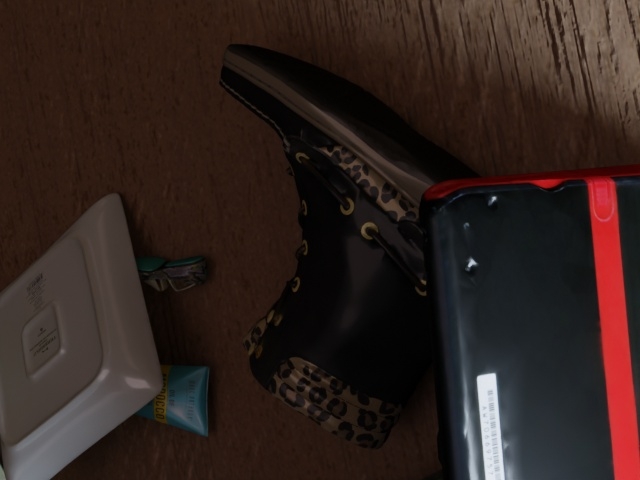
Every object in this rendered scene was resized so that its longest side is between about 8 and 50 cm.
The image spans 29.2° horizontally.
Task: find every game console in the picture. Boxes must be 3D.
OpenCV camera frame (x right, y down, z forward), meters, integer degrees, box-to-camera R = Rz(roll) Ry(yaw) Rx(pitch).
[{"bbox_3d":[0.227,0.135,0.976,0.060,0.342,0.386,-4,92,59],"label":"game console"}]

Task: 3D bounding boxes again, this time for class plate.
[{"bbox_3d":[-0.307,0.119,1.428,0.277,0.045,0.278,-39,52,29],"label":"plate"}]

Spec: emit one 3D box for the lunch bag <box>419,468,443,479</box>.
[{"bbox_3d":[0.145,0.356,1.120,0.305,0.212,0.256,-36,92,32],"label":"lunch bag"}]

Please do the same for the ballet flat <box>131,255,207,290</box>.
[{"bbox_3d":[-0.175,0.039,1.397,0.114,0.041,0.041,-2,93,34],"label":"ballet flat"}]

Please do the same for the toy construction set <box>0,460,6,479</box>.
[{"bbox_3d":[-0.445,0.250,1.479,0.151,0.215,0.328,-15,71,-7],"label":"toy construction set"}]

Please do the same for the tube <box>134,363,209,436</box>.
[{"bbox_3d":[-0.215,0.171,1.432,0.207,0.052,0.080,7,103,28],"label":"tube"}]

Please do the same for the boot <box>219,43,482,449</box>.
[{"bbox_3d":[0.000,0.000,1.229,0.377,0.138,0.284,36,112,19],"label":"boot"}]
